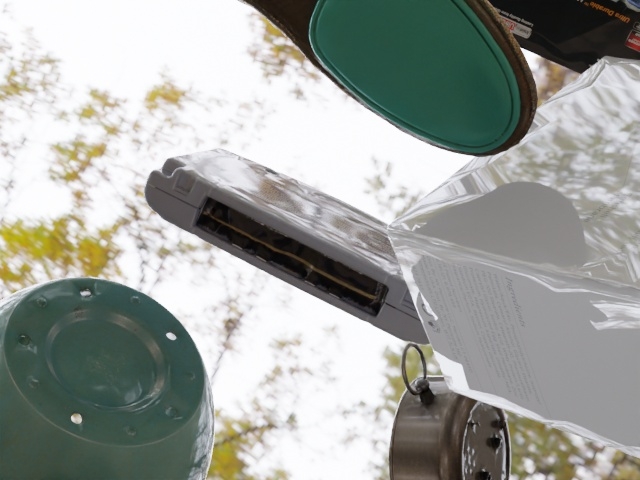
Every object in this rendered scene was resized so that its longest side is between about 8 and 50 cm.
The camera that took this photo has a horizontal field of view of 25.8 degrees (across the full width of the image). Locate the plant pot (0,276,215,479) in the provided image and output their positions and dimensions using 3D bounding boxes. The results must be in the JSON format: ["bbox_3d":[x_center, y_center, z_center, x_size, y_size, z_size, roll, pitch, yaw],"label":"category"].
[{"bbox_3d":[-0.228,0.173,1.267,0.293,0.293,0.235,0,-41,-33],"label":"plant pot"}]

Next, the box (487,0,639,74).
[{"bbox_3d":[0.248,-0.236,1.233,0.220,0.051,0.175,23,-73,-8],"label":"box"}]

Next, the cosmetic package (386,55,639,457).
[{"bbox_3d":[0.207,0.005,0.845,0.224,0.225,0.138,-37,-61,-26],"label":"cosmetic package"}]

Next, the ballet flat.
[{"bbox_3d":[0.009,-0.172,0.878,0.316,0.106,0.107,37,-64,1],"label":"ballet flat"}]

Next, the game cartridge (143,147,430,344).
[{"bbox_3d":[0.000,0.000,1.291,0.060,0.294,0.196,-67,-12,17],"label":"game cartridge"}]

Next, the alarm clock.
[{"bbox_3d":[0.098,0.155,1.078,0.192,0.064,0.129,64,-144,-31],"label":"alarm clock"}]

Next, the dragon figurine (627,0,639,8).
[{"bbox_3d":[0.128,-0.118,0.403,0.289,0.085,0.144,-28,-80,-39],"label":"dragon figurine"}]
